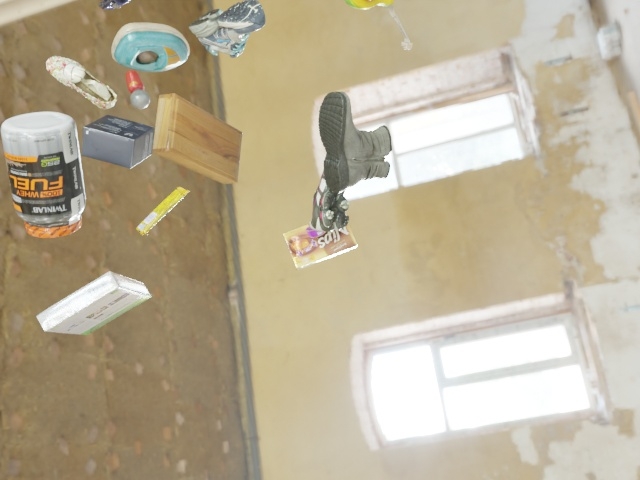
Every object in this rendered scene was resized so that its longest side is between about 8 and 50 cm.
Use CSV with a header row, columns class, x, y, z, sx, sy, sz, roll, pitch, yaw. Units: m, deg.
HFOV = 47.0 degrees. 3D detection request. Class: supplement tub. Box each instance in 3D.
class,x,y,z,sx,sy,sz,roll,pitch,yaw
supplement tub,-0.806,-0.192,2.163,0.207,0.207,0.337,-76,-12,-63

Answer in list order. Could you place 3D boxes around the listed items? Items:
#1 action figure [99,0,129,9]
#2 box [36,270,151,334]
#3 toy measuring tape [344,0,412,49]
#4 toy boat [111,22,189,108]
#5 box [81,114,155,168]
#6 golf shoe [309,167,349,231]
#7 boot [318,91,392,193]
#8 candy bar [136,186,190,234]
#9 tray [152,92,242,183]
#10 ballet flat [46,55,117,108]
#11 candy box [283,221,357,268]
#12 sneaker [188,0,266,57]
class,x,y,z,sx,sy,sz,roll,pitch,yaw
action figure,-0.660,-0.854,2.326,0.330,0.341,0.178,-9,-86,-46
box,-0.635,0.186,2.101,0.058,0.232,0.322,58,177,10
toy measuring tape,0.144,-0.655,2.068,0.330,0.121,0.121,56,-158,-30
toy boat,-0.582,-0.590,2.486,0.268,0.318,0.148,-6,-118,-35
box,-0.591,-0.291,2.155,0.158,0.156,0.093,-64,-12,-66
golf shoe,0.028,-0.152,1.977,0.105,0.120,0.272,26,-112,-28
boot,0.084,-0.232,1.635,0.083,0.161,0.246,37,140,43
candy bar,-0.386,-0.074,1.796,0.161,0.040,0.018,-49,-37,-20
tray,-0.424,-0.351,2.610,0.411,0.076,0.202,23,-110,-61
ballet flat,-0.731,-0.497,2.287,0.241,0.077,0.091,32,-110,-37
candy box,0.000,0.000,2.077,0.053,0.187,0.109,87,162,-83
sneaker,-0.224,-0.552,1.944,0.110,0.283,0.122,-47,-56,-25
